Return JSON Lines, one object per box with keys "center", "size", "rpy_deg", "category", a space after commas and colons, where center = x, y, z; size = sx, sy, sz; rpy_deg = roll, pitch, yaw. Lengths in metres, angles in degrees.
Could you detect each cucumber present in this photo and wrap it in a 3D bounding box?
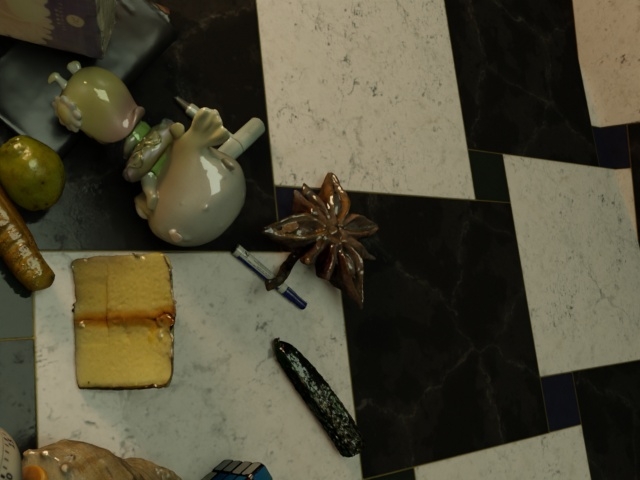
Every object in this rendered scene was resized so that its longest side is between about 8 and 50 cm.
{"center": [-0.006, 0.320, 1.324], "size": [0.067, 0.067, 0.294], "rpy_deg": [-39, 100, -35], "category": "cucumber"}

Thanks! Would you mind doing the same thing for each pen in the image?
{"center": [-0.106, 0.079, 1.342], "size": [0.204, 0.025, 0.025], "rpy_deg": [42, 58, -19], "category": "pen"}

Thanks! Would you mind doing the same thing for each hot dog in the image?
{"center": [-0.535, -0.040, 1.046], "size": [0.068, 0.083, 0.289], "rpy_deg": [-32, 97, -17], "category": "hot dog"}

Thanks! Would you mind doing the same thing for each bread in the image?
{"center": [-0.328, 0.131, 1.079], "size": [0.135, 0.178, 0.240], "rpy_deg": [3, 78, -36], "category": "bread"}

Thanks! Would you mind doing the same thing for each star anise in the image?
{"center": [0.003, 0.000, 1.390], "size": [0.292, 0.109, 0.350], "rpy_deg": [25, 54, -19], "category": "star anise"}

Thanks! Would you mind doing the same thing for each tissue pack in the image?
{"center": [-0.509, -0.430, 1.008], "size": [0.343, 0.242, 0.126], "rpy_deg": [12, 71, -11], "category": "tissue pack"}

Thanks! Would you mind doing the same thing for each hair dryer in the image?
{"center": [-0.223, -0.255, 1.341], "size": [0.183, 0.044, 0.155], "rpy_deg": [49, 54, -11], "category": "hair dryer"}

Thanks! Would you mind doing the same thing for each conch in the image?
{"center": [-0.347, 0.438, 0.966], "size": [0.324, 0.186, 0.263], "rpy_deg": [20, 111, -34], "category": "conch"}

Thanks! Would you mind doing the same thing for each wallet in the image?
{"center": [-0.442, -0.333, 1.175], "size": [0.197, 0.051, 0.378], "rpy_deg": [43, 66, -19], "category": "wallet"}

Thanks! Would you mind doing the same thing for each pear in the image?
{"center": [-0.484, -0.111, 1.074], "size": [0.107, 0.107, 0.131], "rpy_deg": [-39, 121, -35], "category": "pear"}

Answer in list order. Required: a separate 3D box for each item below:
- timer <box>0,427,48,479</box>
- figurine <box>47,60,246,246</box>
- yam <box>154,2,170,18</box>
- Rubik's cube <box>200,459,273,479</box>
{"center": [-0.490, 0.304, 0.763], "size": [0.240, 0.233, 0.234], "rpy_deg": [56, 51, -37], "category": "timer"}
{"center": [-0.289, -0.175, 1.130], "size": [0.394, 0.274, 0.227], "rpy_deg": [42, 38, -18], "category": "figurine"}
{"center": [-0.422, -0.467, 1.252], "size": [0.263, 0.046, 0.046], "rpy_deg": [3, 76, -35], "category": "yam"}
{"center": [-0.150, 0.496, 1.120], "size": [0.151, 0.154, 0.155], "rpy_deg": [-34, 98, -36], "category": "Rubik's cube"}
